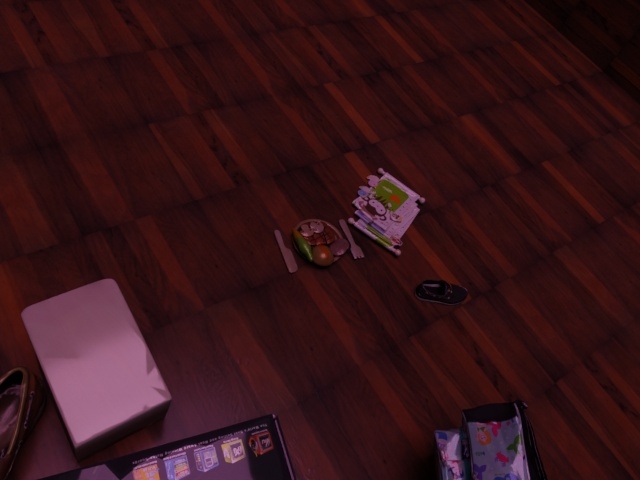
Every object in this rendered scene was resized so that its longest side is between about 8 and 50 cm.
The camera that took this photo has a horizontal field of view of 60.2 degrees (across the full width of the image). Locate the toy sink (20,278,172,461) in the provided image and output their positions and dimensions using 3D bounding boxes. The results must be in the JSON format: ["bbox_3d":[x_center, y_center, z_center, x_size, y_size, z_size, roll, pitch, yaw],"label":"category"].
[{"bbox_3d":[-0.368,0.209,0.904,0.152,0.131,0.234,-23,70,-32],"label":"toy sink"}]

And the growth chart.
[{"bbox_3d":[0.162,-0.080,1.376,0.171,0.021,0.237,31,50,5],"label":"growth chart"}]

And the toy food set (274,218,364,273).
[{"bbox_3d":[0.000,0.000,1.246,0.191,0.039,0.133,-11,60,-26],"label":"toy food set"}]

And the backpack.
[{"bbox_3d":[0.293,0.422,0.924,0.190,0.225,0.254,-17,58,9],"label":"backpack"}]

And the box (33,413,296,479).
[{"bbox_3d":[-0.209,0.462,0.799,0.394,0.097,0.319,-7,62,-25],"label":"box"}]

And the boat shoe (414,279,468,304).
[{"bbox_3d":[0.282,0.117,1.263,0.132,0.042,0.049,6,52,-18],"label":"boat shoe"}]

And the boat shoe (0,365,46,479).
[{"bbox_3d":[-0.500,0.326,0.786,0.110,0.104,0.308,15,52,-10],"label":"boat shoe"}]
